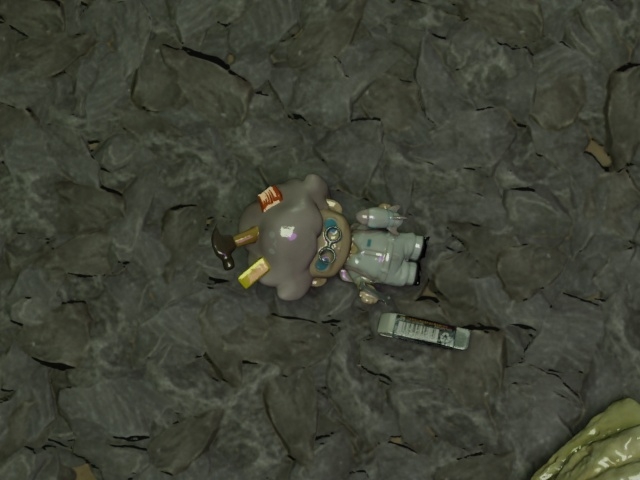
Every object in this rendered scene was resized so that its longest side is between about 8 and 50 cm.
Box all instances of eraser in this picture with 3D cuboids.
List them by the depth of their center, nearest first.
[{"bbox_3d":[0.112,0.099,1.105,0.099,0.019,0.027,12,72,6],"label":"eraser"}]

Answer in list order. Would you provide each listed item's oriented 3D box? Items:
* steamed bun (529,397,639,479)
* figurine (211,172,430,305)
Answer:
[{"bbox_3d":[0.254,0.388,0.990,0.247,0.189,0.428,42,90,0],"label":"steamed bun"},{"bbox_3d":[0.000,0.000,1.085,0.229,0.112,0.137,11,94,-7],"label":"figurine"}]
